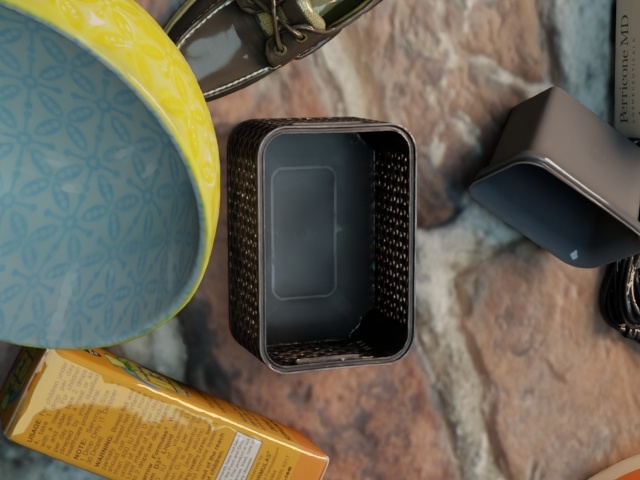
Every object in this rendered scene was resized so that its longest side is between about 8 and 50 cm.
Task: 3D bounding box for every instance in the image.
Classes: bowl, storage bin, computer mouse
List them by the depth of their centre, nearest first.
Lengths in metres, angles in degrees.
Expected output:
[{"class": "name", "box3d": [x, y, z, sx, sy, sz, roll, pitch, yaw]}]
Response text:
[{"class": "bowl", "box3d": [-0.187, -0.082, 0.820, 0.289, 0.289, 0.156, 40, 41, -21]}, {"class": "storage bin", "box3d": [0.000, 0.000, 0.955, 0.122, 0.084, 0.180, -3, 101, -19]}, {"class": "storage bin", "box3d": [0.194, -0.052, 1.020, 0.135, 0.098, 0.091, 33, 59, -21]}, {"class": "computer mouse", "box3d": [0.366, 0.017, 1.101, 0.262, 0.060, 0.184, 8, 95, -20]}]

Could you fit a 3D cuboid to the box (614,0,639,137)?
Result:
[{"class": "box", "box3d": [0.344, -0.170, 1.027, 0.182, 0.119, 0.180, -3, 96, -19]}]

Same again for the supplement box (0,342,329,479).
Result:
[{"class": "supplement box", "box3d": [-0.116, 0.143, 0.940, 0.233, 0.078, 0.080, 24, 90, -22]}]

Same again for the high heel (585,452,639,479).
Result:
[{"class": "high heel", "box3d": [0.216, 0.348, 1.100, 0.377, 0.127, 0.181, -43, 138, -13]}]

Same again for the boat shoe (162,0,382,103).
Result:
[{"class": "boat shoe", "box3d": [-0.023, -0.173, 0.924, 0.224, 0.073, 0.080, -34, 108, -12]}]
